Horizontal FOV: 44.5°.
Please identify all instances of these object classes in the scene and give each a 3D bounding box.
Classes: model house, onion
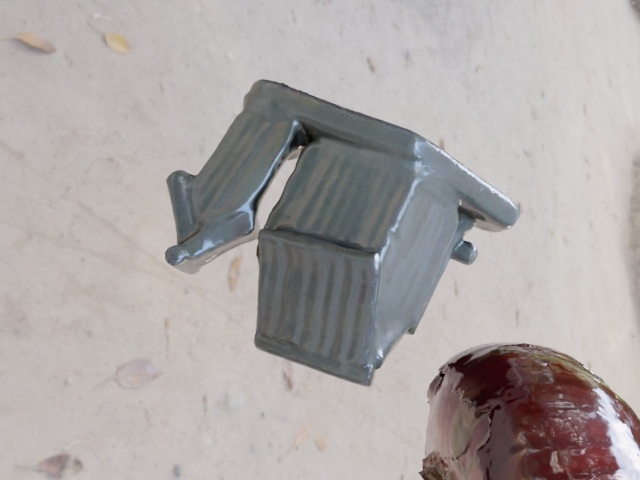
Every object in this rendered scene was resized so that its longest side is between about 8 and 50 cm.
[{"bbox_3d":[0.002,-0.007,0.543,0.188,0.229,0.122,-59,160,-20],"label":"model house"},{"bbox_3d":[0.137,0.180,0.486,0.248,0.162,0.248,-167,-90,-88],"label":"onion"}]
